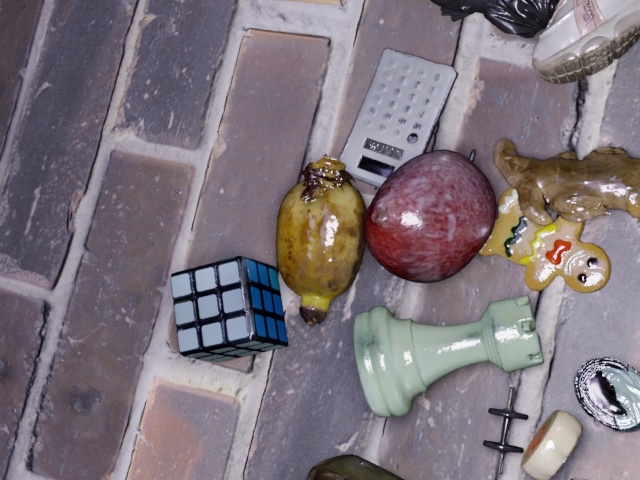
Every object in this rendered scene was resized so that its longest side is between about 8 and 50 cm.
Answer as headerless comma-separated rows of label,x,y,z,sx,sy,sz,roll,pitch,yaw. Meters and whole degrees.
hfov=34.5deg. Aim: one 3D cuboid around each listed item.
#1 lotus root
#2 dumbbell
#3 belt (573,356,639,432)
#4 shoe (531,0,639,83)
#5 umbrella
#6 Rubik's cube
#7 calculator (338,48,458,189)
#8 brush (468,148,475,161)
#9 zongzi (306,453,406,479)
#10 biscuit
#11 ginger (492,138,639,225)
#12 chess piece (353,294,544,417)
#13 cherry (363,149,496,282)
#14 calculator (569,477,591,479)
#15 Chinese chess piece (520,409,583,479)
lotus root,0.000,0.000,1.890,0.169,0.141,0.314,9,93,27
dumbbell,0.312,0.319,1.736,0.069,0.069,0.147,8,83,24
belt,0.479,0.252,1.685,0.140,0.058,0.105,42,92,27
shoe,0.481,-0.421,1.741,0.351,0.172,0.198,-36,78,1
umbrella,0.267,-0.449,1.878,0.340,0.118,0.118,18,88,25
Rubik's cube,-0.167,0.130,1.925,0.163,0.162,0.160,-15,74,21
calculator,0.140,-0.220,1.935,0.161,0.021,0.261,22,89,25
brush,0.267,-0.127,1.870,0.024,0.008,0.083,18,88,28
zongzi,0.108,0.606,1.719,0.403,0.208,0.432,20,100,30
biscuit,0.389,0.009,1.781,0.240,0.035,0.158,30,95,25
ginger,0.440,-0.092,1.742,0.333,0.080,0.166,11,58,19
chess piece,0.219,0.183,1.749,0.299,0.194,0.194,-14,75,12
cherry,0.180,-0.037,1.752,0.203,0.300,0.230,52,121,17
calculator,0.461,0.529,1.659,0.166,0.028,0.274,4,84,21
Chinese chess piece,0.375,0.334,1.678,0.051,0.122,0.122,35,95,9
